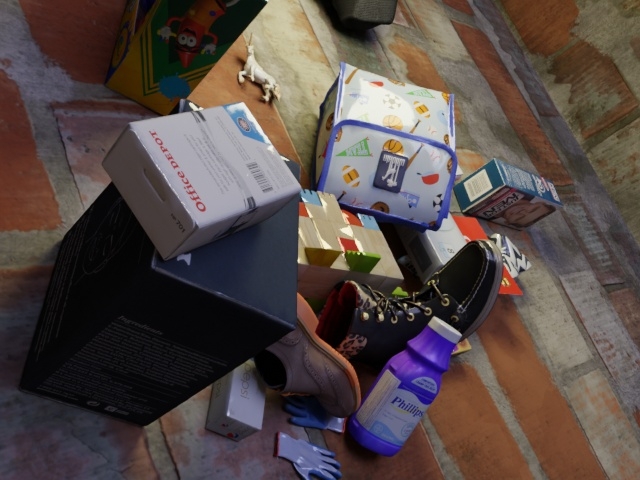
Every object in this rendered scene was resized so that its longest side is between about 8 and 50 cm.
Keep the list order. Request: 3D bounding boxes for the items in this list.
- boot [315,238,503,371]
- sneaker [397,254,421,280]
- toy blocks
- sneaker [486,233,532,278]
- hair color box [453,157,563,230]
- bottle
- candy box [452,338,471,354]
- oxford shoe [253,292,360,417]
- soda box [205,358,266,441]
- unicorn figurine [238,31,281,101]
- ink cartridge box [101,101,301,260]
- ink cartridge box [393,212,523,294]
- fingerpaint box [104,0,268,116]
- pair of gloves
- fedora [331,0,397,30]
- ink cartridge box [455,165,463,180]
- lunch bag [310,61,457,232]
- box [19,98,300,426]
[{"bbox_3d":[0.175,0.134,1.430,0.284,0.377,0.138,15,33,-32],"label":"boot"},{"bbox_3d":[0.242,0.074,1.798,0.098,0.038,0.069,6,57,-44],"label":"sneaker"},{"bbox_3d":[0.000,0.000,1.509,0.382,0.190,0.260,10,41,-33],"label":"toy blocks"},{"bbox_3d":[0.526,0.055,2.078,0.235,0.094,0.153,-23,72,-45],"label":"sneaker"},{"bbox_3d":[0.607,-0.140,2.246,0.347,0.174,0.105,11,54,-41],"label":"hair color box"},{"bbox_3d":[0.171,0.283,1.365,0.118,0.282,0.092,31,5,-31],"label":"bottle"},{"bbox_3d":[0.281,0.236,1.700,0.187,0.053,0.109,-3,64,-46],"label":"candy box"},{"bbox_3d":[-0.044,0.226,1.239,0.132,0.130,0.363,-55,131,-27],"label":"oxford shoe"},{"bbox_3d":[-0.140,0.236,1.237,0.074,0.069,0.216,31,42,-27],"label":"soda box"},{"bbox_3d":[-0.160,-0.422,1.758,0.162,0.060,0.111,51,33,-30],"label":"unicorn figurine"},{"bbox_3d":[-0.134,-0.076,0.822,0.191,0.082,0.139,-26,80,-50],"label":"ink cartridge box"},{"bbox_3d":[0.376,-0.005,1.887,0.385,0.091,0.308,8,43,-35],"label":"ink cartridge box"},{"bbox_3d":[-0.270,-0.545,1.468,0.163,0.371,0.444,26,46,-30],"label":"fingerpaint box"},{"bbox_3d":[-0.015,0.364,1.306,0.159,0.023,0.198,33,41,-24],"label":"pair of gloves"},{"bbox_3d":[0.144,-0.757,2.222,0.334,0.334,0.152,-14,102,-51],"label":"fedora"},{"bbox_3d":[0.288,-0.231,1.999,0.086,0.148,0.203,-12,70,-52],"label":"ink cartridge box"},{"bbox_3d":[0.156,-0.217,1.721,0.328,0.239,0.385,14,56,-9],"label":"lunch bag"},{"bbox_3d":[-0.229,0.049,1.018,0.212,0.395,0.293,27,45,-30],"label":"box"}]
